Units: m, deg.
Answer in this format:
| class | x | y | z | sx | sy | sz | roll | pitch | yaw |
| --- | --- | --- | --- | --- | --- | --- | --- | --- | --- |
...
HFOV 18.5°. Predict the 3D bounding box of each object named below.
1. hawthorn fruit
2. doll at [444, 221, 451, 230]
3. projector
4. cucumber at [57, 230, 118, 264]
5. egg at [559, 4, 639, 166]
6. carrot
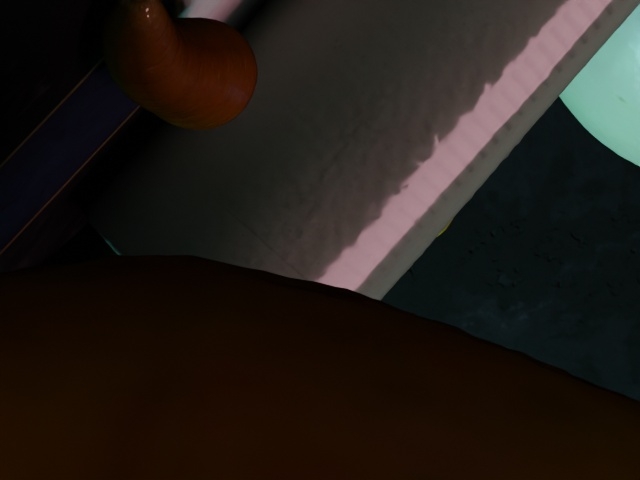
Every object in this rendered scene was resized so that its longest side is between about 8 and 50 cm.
| class | x | y | z | sx | sy | sz | roll | pitch | yaw |
| --- | --- | --- | --- | --- | --- | --- | --- | --- | --- |
| hawthorn fruit | -0.056 | 0.227 | 0.466 | 0.472 | 0.472 | 0.472 | -49 | 178 | -3 |
| doll | 0.000 | 0.000 | 1.213 | 0.336 | 0.105 | 0.200 | -45 | 176 | -45 |
| projector | 0.060 | -0.098 | 0.723 | 0.337 | 0.108 | 0.108 | -49 | 178 | -1 |
| cucumber | -0.131 | 0.078 | 0.715 | 0.250 | 0.056 | 0.056 | -48 | 178 | -36 |
| egg | 0.272 | -0.178 | 1.317 | 0.283 | 0.283 | 0.345 | -49 | 165 | 10 |
| carrot | -0.041 | -0.051 | 0.563 | 0.035 | 0.035 | 0.142 | -49 | 173 | 4 |
